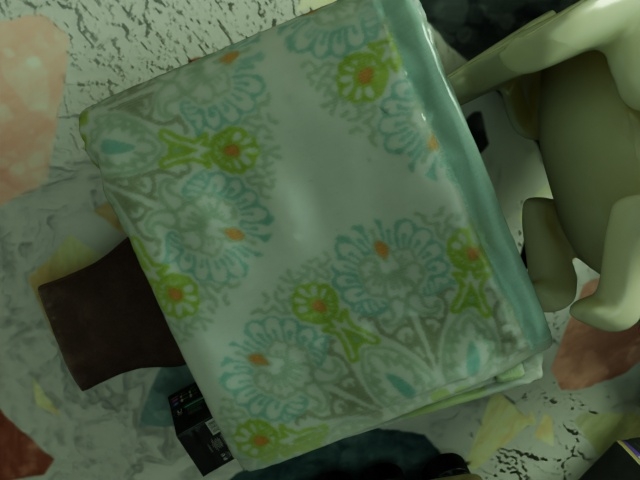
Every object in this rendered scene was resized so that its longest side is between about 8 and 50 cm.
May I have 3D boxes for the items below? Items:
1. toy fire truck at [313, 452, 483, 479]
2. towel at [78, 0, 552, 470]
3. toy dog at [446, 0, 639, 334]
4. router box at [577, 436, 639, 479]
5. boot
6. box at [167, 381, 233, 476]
[{"bbox_3d":[0.095,0.403,1.217,0.217,0.158,0.246,-6,124,-12],"label":"toy fire truck"},{"bbox_3d":[0.000,0.000,0.919,0.320,0.090,0.375,-21,102,10],"label":"towel"},{"bbox_3d":[0.342,-0.054,0.990,0.395,0.284,0.408,-32,97,-22],"label":"toy dog"},{"bbox_3d":[0.306,0.353,1.187,0.243,0.081,0.309,9,124,-54],"label":"router box"},{"bbox_3d":[-0.178,0.020,1.017,0.206,0.090,0.248,-16,111,-6],"label":"boot"},{"bbox_3d":[-0.123,0.196,1.102,0.052,0.083,0.062,-29,115,-3],"label":"box"}]
